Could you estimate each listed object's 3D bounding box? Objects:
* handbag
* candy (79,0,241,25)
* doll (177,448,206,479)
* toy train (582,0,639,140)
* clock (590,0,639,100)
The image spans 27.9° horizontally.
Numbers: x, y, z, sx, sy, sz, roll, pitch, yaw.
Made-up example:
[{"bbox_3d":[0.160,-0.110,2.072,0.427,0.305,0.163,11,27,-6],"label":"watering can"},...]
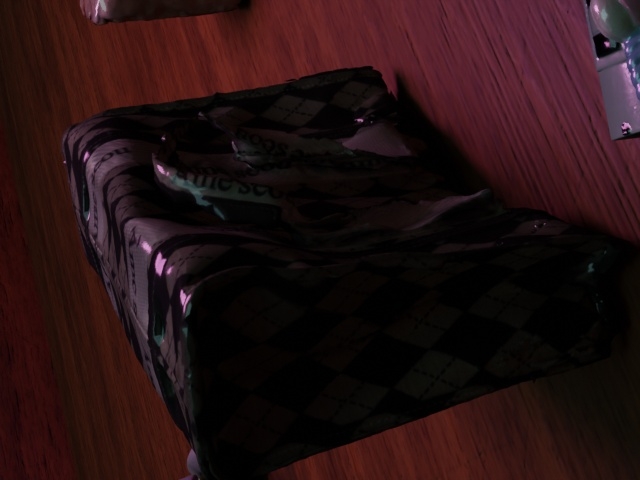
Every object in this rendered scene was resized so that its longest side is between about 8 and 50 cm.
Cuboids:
[{"bbox_3d":[0.000,0.000,0.960,0.416,0.317,0.180,-135,37,-63],"label":"handbag"},{"bbox_3d":[-0.184,-0.408,1.456,0.135,0.180,0.320,-141,49,-63],"label":"candy"},{"bbox_3d":[-0.132,0.335,1.624,0.258,0.153,0.195,-141,27,-82],"label":"doll"},{"bbox_3d":[0.183,-0.167,0.787,0.043,0.047,0.207,163,98,-67],"label":"toy train"},{"bbox_3d":[0.220,-0.155,0.632,0.195,0.100,0.194,123,132,-62],"label":"clock"}]
